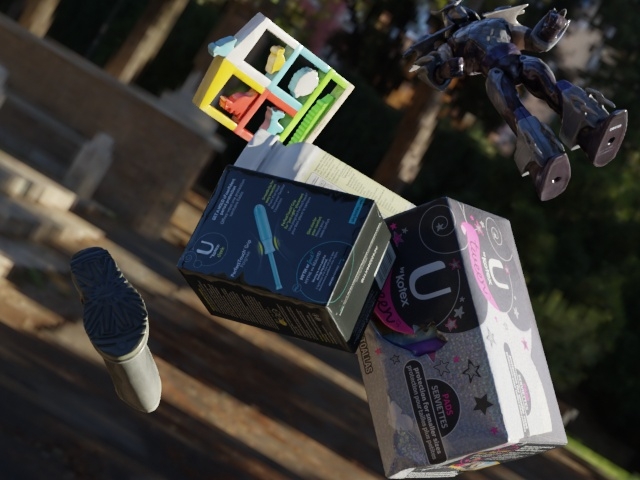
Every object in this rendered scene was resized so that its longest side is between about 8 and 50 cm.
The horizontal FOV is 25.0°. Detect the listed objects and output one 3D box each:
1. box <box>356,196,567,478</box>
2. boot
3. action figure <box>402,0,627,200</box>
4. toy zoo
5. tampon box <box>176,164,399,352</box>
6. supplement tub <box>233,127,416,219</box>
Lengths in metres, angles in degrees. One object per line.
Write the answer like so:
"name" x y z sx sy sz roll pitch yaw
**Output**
"box" 0.130 0.100 1.439 0.163 0.142 0.247 15 58 -60
"boot" -0.227 0.130 1.664 0.189 0.076 0.208 -114 -165 -47
"action figure" 0.210 -0.182 1.574 0.285 0.185 0.099 55 -12 33
"toy zoo" -0.093 -0.265 2.496 0.293 0.192 0.030 32 8 -42
"tampon box" -0.029 0.017 1.359 0.161 0.120 0.101 14 -25 25
"supplement tub" 0.000 0.000 2.142 0.325 0.235 0.235 31 -1 0
